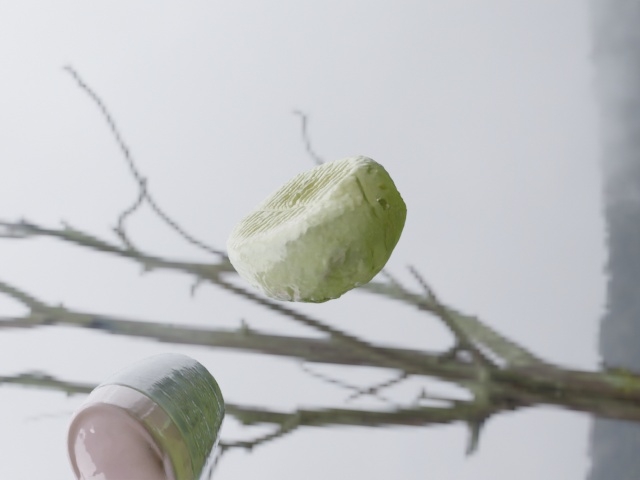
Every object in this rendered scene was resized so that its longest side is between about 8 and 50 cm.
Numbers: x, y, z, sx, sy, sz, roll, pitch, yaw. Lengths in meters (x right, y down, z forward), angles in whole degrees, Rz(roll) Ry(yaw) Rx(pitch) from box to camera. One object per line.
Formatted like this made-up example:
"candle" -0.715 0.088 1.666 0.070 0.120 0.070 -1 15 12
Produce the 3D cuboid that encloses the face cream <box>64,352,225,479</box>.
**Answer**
"face cream" -0.098 0.113 0.899 0.084 0.057 0.198 57 -173 -1

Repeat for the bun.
"bun" 0.000 0.000 0.945 0.069 0.115 0.115 57 -151 -15
